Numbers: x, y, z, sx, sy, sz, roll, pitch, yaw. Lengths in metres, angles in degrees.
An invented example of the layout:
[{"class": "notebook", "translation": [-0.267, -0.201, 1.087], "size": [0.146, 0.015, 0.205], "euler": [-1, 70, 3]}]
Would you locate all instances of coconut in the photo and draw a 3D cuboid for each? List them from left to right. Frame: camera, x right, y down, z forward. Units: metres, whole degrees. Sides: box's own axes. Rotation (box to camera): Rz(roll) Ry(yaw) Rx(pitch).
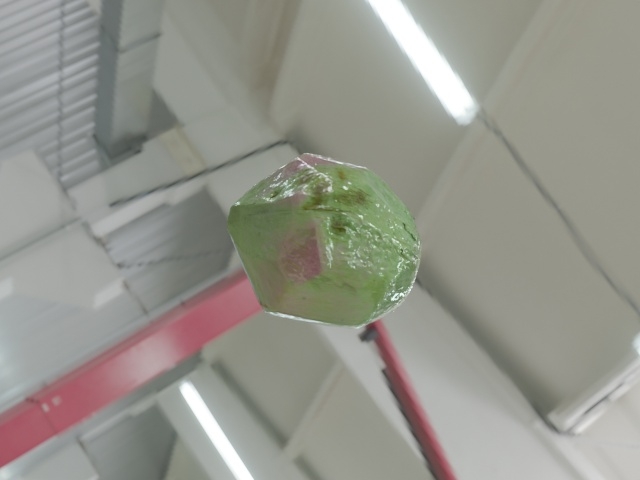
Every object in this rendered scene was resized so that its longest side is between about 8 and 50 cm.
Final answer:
[{"class": "coconut", "translation": [0.000, 0.000, 1.411], "size": [0.236, 0.236, 0.204], "euler": [55, -25, 8]}]
